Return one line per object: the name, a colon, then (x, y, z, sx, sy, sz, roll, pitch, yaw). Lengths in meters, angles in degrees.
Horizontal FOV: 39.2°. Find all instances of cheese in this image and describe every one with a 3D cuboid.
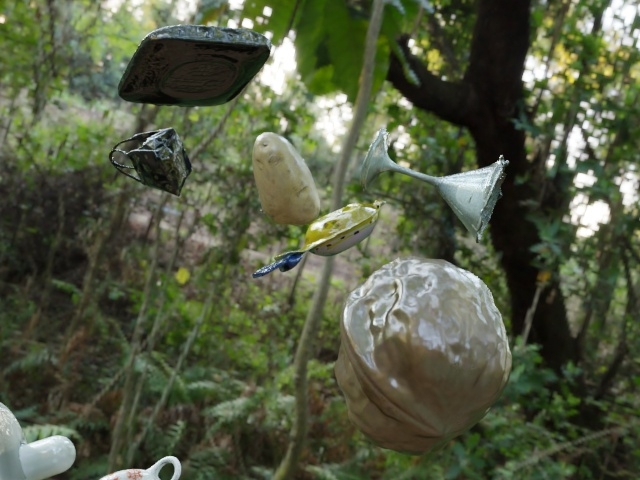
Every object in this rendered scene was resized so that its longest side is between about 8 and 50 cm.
cheese: (0.000, 0.000, 1.466, 0.250, 0.064, 0.156, -29, 4, -18)

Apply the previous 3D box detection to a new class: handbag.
handbag: (-0.310, -0.137, 1.581, 0.139, 0.072, 0.115, 2, -36, 18)

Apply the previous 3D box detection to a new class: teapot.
teapot: (-0.377, 0.507, 1.768, 0.159, 0.245, 0.116, 61, 0, -41)

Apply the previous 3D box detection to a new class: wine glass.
wine glass: (0.194, -0.104, 1.563, 0.232, 0.156, 0.156, 21, 0, 15)

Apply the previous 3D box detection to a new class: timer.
timer: (-0.609, 0.416, 1.708, 0.240, 0.234, 0.233, -18, -1, -2)

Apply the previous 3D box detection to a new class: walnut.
walnut: (0.134, 0.155, 1.231, 0.273, 0.273, 0.227, 15, -28, 49)

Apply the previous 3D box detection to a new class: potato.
potato: (-0.079, -0.115, 1.867, 0.128, 0.161, 0.235, -24, -28, 1)

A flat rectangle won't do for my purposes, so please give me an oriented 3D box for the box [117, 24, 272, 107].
box: (-0.198, -0.267, 1.416, 0.212, 0.042, 0.201, -1, -25, -30)
